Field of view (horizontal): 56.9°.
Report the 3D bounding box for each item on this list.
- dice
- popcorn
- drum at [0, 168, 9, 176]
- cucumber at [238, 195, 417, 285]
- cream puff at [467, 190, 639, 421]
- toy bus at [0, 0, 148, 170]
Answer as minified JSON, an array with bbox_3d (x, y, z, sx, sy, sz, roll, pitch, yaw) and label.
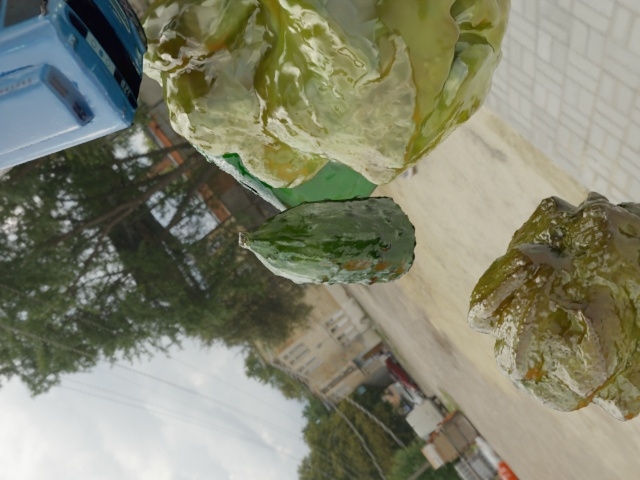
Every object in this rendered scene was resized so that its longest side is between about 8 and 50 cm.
[{"bbox_3d":[-0.052,-0.216,1.112,0.287,0.300,0.297,32,180,41],"label":"dice"},{"bbox_3d":[0.004,-0.158,0.451,0.226,0.276,0.276,19,-157,-49],"label":"popcorn"},{"bbox_3d":[-0.628,-0.269,0.906,0.431,0.214,0.430,40,-146,-34],"label":"drum"},{"bbox_3d":[0.002,0.001,0.783,0.245,0.134,0.134,-1,-146,-37],"label":"cucumber"},{"bbox_3d":[0.278,0.056,0.596,0.244,0.196,0.244,15,-146,-10],"label":"cream puff"},{"bbox_3d":[-0.202,-0.095,0.348,0.090,0.185,0.106,64,-169,-54],"label":"toy bus"}]
